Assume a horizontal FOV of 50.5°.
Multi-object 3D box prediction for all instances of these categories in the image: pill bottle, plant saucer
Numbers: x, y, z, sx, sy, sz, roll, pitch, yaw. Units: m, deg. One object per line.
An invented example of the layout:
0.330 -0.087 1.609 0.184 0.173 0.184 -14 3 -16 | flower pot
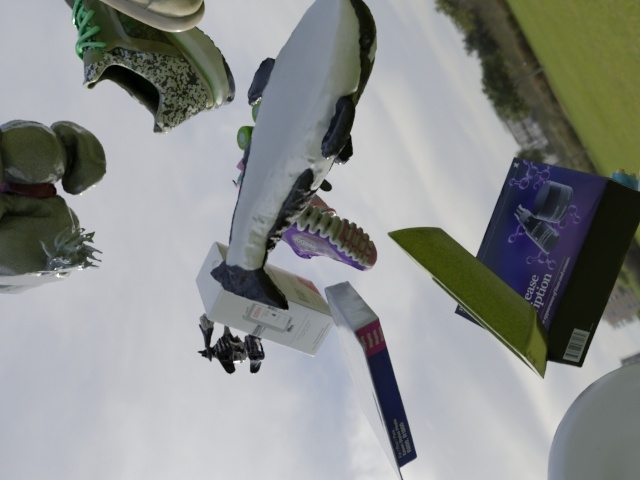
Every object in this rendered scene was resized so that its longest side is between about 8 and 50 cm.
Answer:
0.371 0.267 0.716 0.392 0.224 0.224 43 -154 -59 | pill bottle
0.175 0.060 0.739 0.188 0.045 0.188 44 -177 29 | plant saucer

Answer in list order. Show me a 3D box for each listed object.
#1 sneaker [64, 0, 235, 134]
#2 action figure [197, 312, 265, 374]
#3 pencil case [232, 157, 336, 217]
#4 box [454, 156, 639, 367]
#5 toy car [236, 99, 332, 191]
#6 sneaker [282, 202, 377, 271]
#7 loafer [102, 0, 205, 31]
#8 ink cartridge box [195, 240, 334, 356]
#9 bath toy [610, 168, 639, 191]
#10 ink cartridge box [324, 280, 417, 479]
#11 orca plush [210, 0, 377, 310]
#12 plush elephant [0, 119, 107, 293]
-0.335 -0.328 1.086 0.410 0.158 0.182 40 -121 -1 | sneaker
-0.211 0.242 1.653 0.276 0.164 0.140 -177 87 -73 | action figure
-0.093 -0.107 1.730 0.284 0.124 0.124 40 -167 22 | pencil case
0.331 0.026 0.999 0.103 0.261 0.184 16 -174 -29 | box
-0.050 -0.173 1.342 0.155 0.149 0.188 -5 -122 -37 | toy car
0.000 0.000 1.370 0.236 0.104 0.095 30 -145 1 | sneaker
-0.248 -0.323 0.740 0.269 0.092 0.101 19 -132 -7 | loafer
-0.131 0.133 1.573 0.283 0.117 0.207 24 -167 -26 | ink cartridge box
0.723 -0.073 1.269 0.151 0.348 0.128 6 -93 -37 | bath toy
0.112 0.280 1.384 0.330 0.072 0.324 -131 23 -70 | ink cartridge box
0.000 -0.076 0.628 0.102 0.151 0.287 11 -89 -41 | orca plush
-0.465 -0.065 1.016 0.272 0.330 0.255 11 -109 -61 | plush elephant
